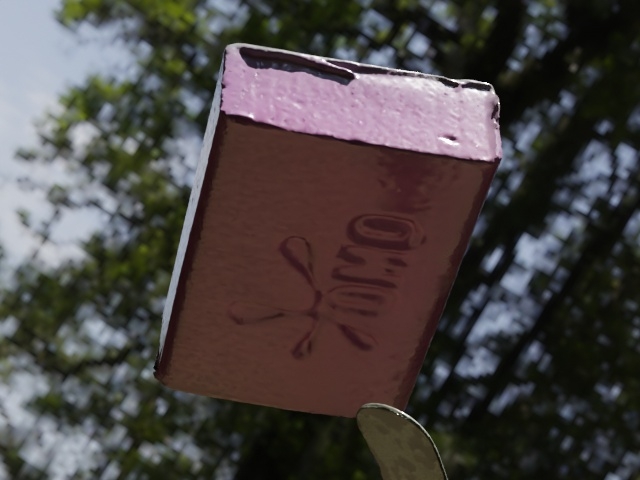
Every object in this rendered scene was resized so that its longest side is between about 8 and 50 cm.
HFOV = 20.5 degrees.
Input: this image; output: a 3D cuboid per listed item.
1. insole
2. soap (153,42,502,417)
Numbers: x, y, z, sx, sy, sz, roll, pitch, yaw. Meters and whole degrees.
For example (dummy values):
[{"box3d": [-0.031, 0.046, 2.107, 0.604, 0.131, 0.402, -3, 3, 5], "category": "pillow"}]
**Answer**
[{"box3d": [0.064, 0.159, 1.014, 0.065, 0.006, 0.193, 11, -41, 37], "category": "insole"}, {"box3d": [0.000, 0.001, 1.162, 0.181, 0.081, 0.259, 10, -46, -10], "category": "soap"}]
